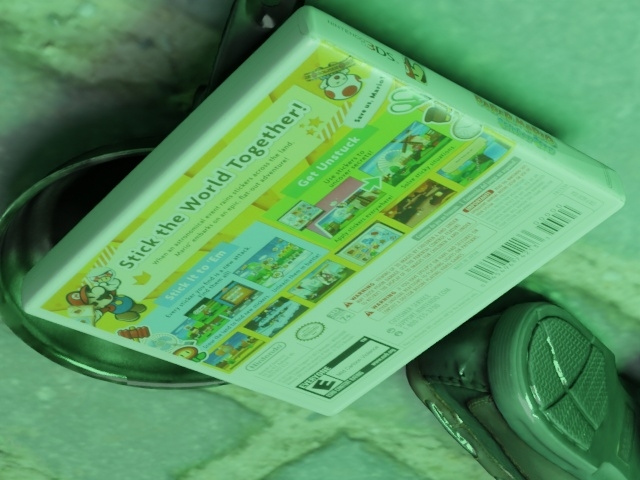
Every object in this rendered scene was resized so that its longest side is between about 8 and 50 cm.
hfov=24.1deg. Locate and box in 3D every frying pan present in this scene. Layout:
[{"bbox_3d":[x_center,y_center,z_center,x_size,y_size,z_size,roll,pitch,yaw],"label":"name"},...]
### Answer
[{"bbox_3d":[-0.084,-0.030,0.746,0.197,0.053,0.326,-6,138,3],"label":"frying pan"}]

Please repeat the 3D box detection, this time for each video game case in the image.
[{"bbox_3d":[0.000,0.000,0.739,0.206,0.026,0.227,23,132,-35],"label":"video game case"}]

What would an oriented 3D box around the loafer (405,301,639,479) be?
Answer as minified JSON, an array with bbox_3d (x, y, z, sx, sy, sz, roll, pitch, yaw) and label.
[{"bbox_3d":[0.165,0.140,0.935,0.095,0.109,0.302,-9,137,39],"label":"loafer"}]
